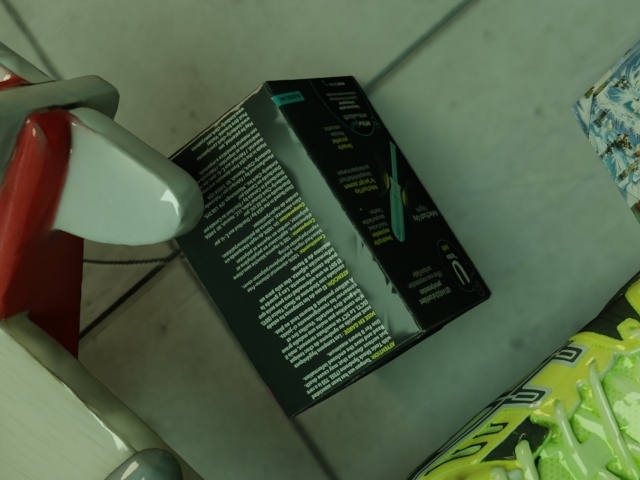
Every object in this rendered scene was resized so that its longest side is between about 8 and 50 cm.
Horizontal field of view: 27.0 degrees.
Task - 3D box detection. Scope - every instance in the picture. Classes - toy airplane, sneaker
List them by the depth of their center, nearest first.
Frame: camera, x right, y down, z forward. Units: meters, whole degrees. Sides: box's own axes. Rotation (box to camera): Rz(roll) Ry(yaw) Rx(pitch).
[{"bbox_3d":[0.144,0.131,0.708,0.145,0.147,0.384,47,111,14],"label":"sneaker"},{"bbox_3d":[-0.218,0.076,0.734,0.386,0.272,0.384,-5,116,45],"label":"toy airplane"}]

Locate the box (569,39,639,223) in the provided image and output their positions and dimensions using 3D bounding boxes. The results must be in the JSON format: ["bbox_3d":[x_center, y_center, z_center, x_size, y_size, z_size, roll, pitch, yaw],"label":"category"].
[{"bbox_3d":[0.191,-0.055,0.679,0.094,0.027,0.137,-46,38,24],"label":"box"}]

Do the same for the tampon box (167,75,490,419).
[{"bbox_3d":[0.000,0.000,0.769,0.101,0.120,0.161,-36,82,25],"label":"tampon box"}]
